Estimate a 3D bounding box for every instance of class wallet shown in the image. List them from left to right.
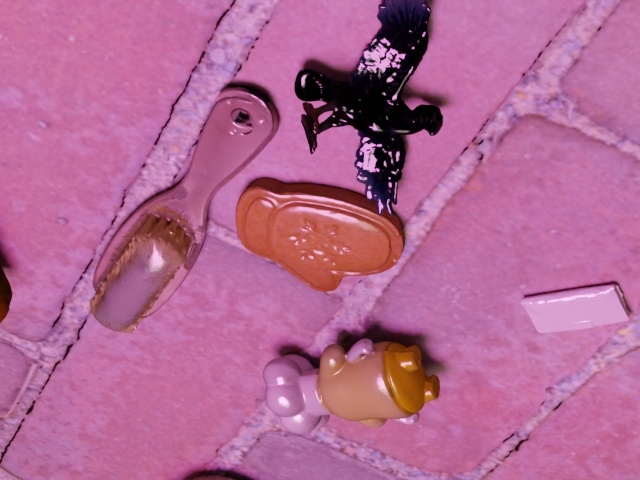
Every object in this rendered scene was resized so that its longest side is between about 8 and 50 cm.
[{"bbox_3d":[0.211,0.057,1.358,0.083,0.011,0.044,-10,133,26],"label":"wallet"}]

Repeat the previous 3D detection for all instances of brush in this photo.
[{"bbox_3d":[-0.117,-0.013,1.352,0.072,0.067,0.313,28,136,-12],"label":"brush"}]

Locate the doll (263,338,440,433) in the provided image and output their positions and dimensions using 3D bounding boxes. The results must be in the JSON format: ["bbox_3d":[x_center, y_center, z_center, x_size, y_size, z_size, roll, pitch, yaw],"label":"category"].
[{"bbox_3d":[0.023,0.129,1.462,0.162,0.062,0.106,-12,127,28],"label":"doll"}]

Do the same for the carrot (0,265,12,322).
[{"bbox_3d":[-0.355,-0.038,1.366,0.114,0.114,0.302,1,138,17],"label":"carrot"}]

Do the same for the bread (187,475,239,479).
[{"bbox_3d":[-0.015,0.355,1.697,0.183,0.102,0.337,-23,124,31],"label":"bread"}]

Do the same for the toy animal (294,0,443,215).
[{"bbox_3d":[0.036,-0.098,1.220,0.108,0.062,0.220,-3,137,-5],"label":"toy animal"}]

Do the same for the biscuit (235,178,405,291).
[{"bbox_3d":[0.000,0.001,1.357,0.140,0.023,0.118,6,137,11],"label":"biscuit"}]
